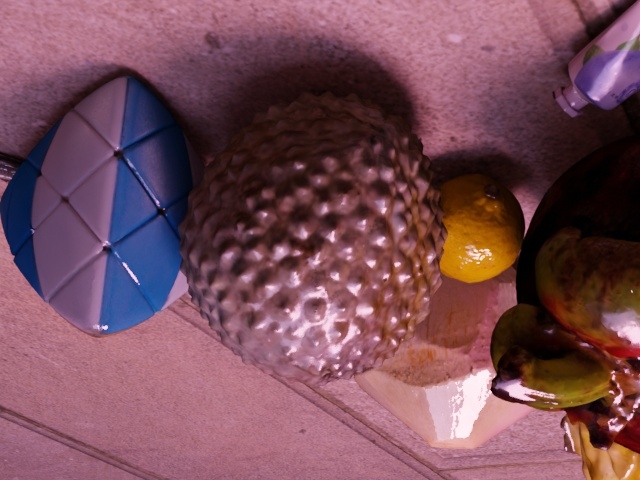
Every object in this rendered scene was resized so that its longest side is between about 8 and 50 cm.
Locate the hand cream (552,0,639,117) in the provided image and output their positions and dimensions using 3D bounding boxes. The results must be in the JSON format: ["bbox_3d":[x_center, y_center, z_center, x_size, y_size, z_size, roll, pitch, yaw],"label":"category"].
[{"bbox_3d":[0.253,-0.152,0.765,0.084,0.053,0.142,26,135,-30],"label":"hand cream"}]

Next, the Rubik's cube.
[{"bbox_3d":[-0.185,0.011,0.941,0.254,0.255,0.254,5,151,3],"label":"Rubik's cube"}]

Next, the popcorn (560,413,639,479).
[{"bbox_3d":[0.421,0.201,1.125,0.252,0.287,0.215,7,173,-40],"label":"popcorn"}]

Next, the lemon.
[{"bbox_3d":[0.155,-0.013,0.962,0.109,0.109,0.133,12,145,-11],"label":"lemon"}]

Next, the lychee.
[{"bbox_3d":[0.000,0.000,0.873,0.255,0.255,0.274,19,133,-21],"label":"lychee"}]

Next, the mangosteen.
[{"bbox_3d":[0.307,0.064,0.824,0.306,0.359,0.306,19,123,32],"label":"mangosteen"}]

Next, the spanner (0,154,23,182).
[{"bbox_3d":[-0.276,-0.060,1.045,0.325,0.026,0.093,16,148,-15],"label":"spanner"}]

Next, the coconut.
[{"bbox_3d":[0.155,0.137,1.110,0.236,0.237,0.197,-2,151,14],"label":"coconut"}]
